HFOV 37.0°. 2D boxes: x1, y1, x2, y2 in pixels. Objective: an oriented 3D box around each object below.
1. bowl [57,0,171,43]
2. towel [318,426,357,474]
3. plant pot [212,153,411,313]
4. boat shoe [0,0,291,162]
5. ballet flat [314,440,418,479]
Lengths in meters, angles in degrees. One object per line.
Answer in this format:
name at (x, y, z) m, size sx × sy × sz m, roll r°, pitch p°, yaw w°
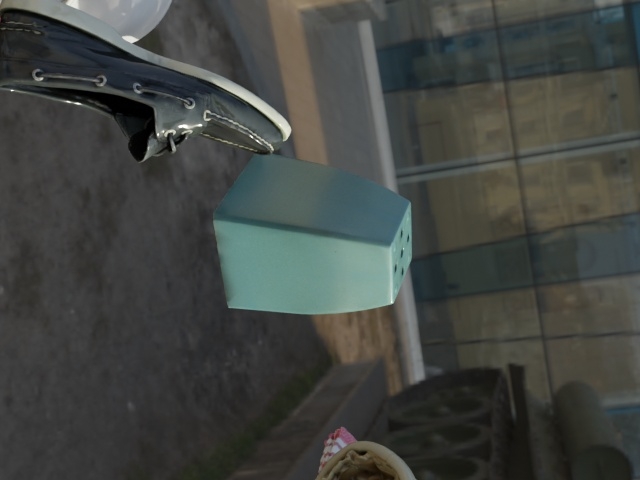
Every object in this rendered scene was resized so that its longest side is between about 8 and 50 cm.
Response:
bowl at (-0.351, -0.385, 1.285) m, size 0.134 × 0.298 × 0.297 m, roll -53°, pitch 135°, yaw -55°
towel at (0.041, 0.270, 0.843) m, size 0.144 × 0.029 × 0.197 m, roll 44°, pitch 28°, yaw -11°
plant pot at (0.000, 0.000, 1.313) m, size 0.165 × 0.234 × 0.165 m, roll -61°, pitch 153°, yaw -47°
boat shoe at (-0.193, -0.144, 1.033) m, size 0.340 × 0.127 × 0.113 m, roll 24°, pitch 76°, yaw -31°
ballet flat at (-0.028, 0.175, 0.358) m, size 0.248 × 0.086 × 0.086 m, roll -49°, pitch 137°, yaw -37°
